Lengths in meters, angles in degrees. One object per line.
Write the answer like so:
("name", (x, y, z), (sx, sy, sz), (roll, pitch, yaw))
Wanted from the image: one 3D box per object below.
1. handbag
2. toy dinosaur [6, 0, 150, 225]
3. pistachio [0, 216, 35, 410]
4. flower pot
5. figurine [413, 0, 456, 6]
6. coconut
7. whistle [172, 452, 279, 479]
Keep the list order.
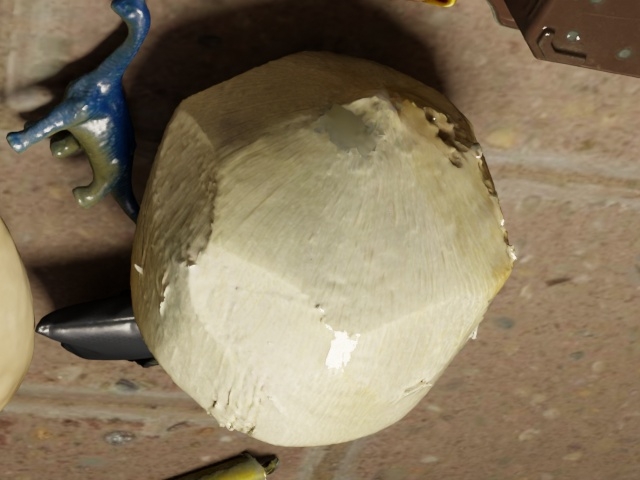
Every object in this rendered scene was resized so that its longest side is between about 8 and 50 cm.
("handbag", (-0.169, 0.090, 1.687), (0.254, 0.088, 0.211), (-7, 173, -4))
("toy dinosaur", (-0.181, -0.112, 1.476), (0.188, 0.075, 0.247), (-27, 133, 16))
("pistachio", (-0.385, 0.067, 1.567), (0.193, 0.214, 0.318), (-3, 126, -19))
("flower pot", (0.282, -0.213, 1.396), (0.251, 0.084, 0.179), (9, 140, -19))
("figurine", (0.031, -0.268, 1.244), (0.263, 0.142, 0.189), (9, 172, -22))
("coconut", (0.000, 0.000, 1.426), (0.346, 0.346, 0.360), (6, 146, -16))
("whistle", (-0.202, 0.350, 2.095), (0.326, 0.057, 0.068), (-22, -175, 20))
